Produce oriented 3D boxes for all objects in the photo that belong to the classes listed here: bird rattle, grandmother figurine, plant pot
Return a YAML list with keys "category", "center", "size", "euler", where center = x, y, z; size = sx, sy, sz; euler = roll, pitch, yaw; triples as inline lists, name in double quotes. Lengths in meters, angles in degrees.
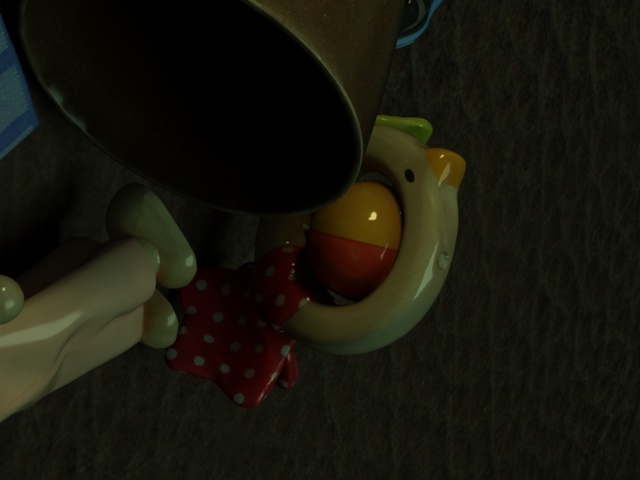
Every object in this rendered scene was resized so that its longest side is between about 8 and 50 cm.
- category: "bird rattle"
  center: [0.000, 0.000, 1.332]
  size: [0.143, 0.207, 0.254]
  euler: [32, 77, -44]
- category: "grandmother figurine"
  center: [-0.228, 0.096, 1.131]
  size: [0.342, 0.104, 0.208]
  euler: [-32, 145, -40]
- category: "plant pot"
  center: [-0.030, -0.170, 1.136]
  size: [0.215, 0.215, 0.230]
  euler: [77, 34, -51]

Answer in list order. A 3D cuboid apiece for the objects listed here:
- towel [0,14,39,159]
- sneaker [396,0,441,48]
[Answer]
- category: "towel"
  center: [-0.267, -0.036, 1.011]
  size: [0.285, 0.034, 0.209]
  euler: [-48, 150, -25]
- category: "sneaker"
  center: [0.064, -0.202, 1.403]
  size: [0.188, 0.067, 0.078]
  euler: [-45, 127, -26]
